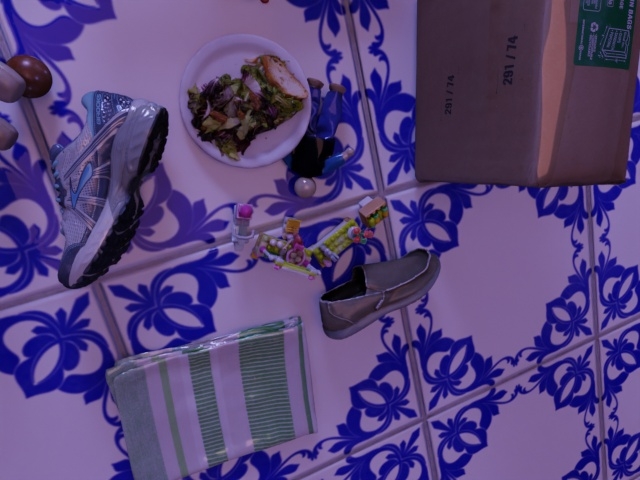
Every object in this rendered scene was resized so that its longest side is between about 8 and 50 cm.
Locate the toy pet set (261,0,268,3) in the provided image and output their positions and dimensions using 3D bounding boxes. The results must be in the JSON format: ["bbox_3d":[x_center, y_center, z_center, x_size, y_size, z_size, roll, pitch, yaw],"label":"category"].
[{"bbox_3d":[-0.105,-0.429,0.622,0.114,0.065,0.122,12,96,-22],"label":"toy pet set"}]

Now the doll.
[{"bbox_3d":[-0.006,-0.161,0.717,0.129,0.046,0.188,14,99,-1],"label":"doll"}]

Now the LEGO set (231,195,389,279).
[{"bbox_3d":[0.000,0.000,0.722,0.287,0.107,0.132,-4,102,-19],"label":"LEGO set"}]

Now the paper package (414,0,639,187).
[{"bbox_3d":[0.293,-0.246,0.671,0.168,0.309,0.324,-5,101,-19],"label":"paper package"}]

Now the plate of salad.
[{"bbox_3d":[-0.111,-0.210,0.660,0.200,0.048,0.199,-2,100,-10],"label":"plate of salad"}]

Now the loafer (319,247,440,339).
[{"bbox_3d":[0.105,0.081,0.783,0.251,0.094,0.087,-32,114,-11],"label":"loafer"}]

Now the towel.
[{"bbox_3d":[-0.170,0.279,0.753,0.325,0.038,0.247,-12,105,-18],"label":"towel"}]

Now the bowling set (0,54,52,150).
[{"bbox_3d":[-0.447,-0.179,0.515,0.154,0.199,0.287,34,130,-18],"label":"bowling set"}]

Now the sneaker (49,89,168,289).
[{"bbox_3d":[-0.315,-0.072,0.612,0.122,0.110,0.282,22,90,-5],"label":"sneaker"}]
